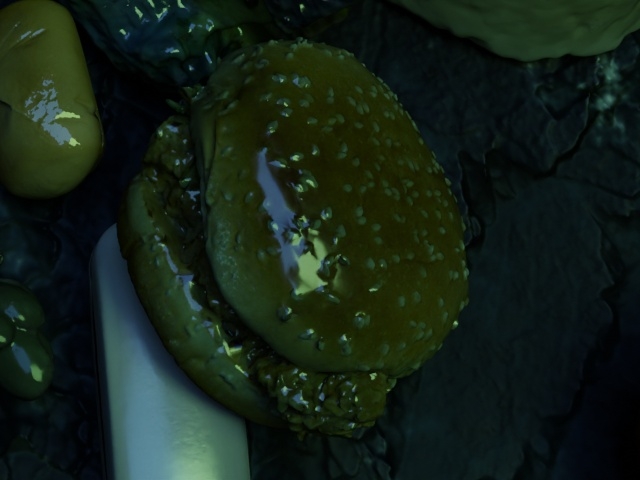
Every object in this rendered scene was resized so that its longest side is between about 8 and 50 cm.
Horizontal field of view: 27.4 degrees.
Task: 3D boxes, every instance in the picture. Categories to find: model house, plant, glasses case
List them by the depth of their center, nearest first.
[{"bbox_3d":[-0.047,-0.195,0.725,0.170,0.211,0.194,-39,112,-29],"label":"model house"},{"bbox_3d":[-0.205,0.017,0.727,0.087,0.085,0.174,-36,87,4],"label":"plant"},{"bbox_3d":[-0.086,0.083,0.737,0.081,0.051,0.204,1,70,-20],"label":"glasses case"}]

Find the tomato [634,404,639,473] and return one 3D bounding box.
[{"bbox_3d":[0.278,0.121,0.720,0.208,0.208,0.184,36,72,2],"label":"tomato"}]

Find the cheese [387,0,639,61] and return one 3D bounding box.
[{"bbox_3d":[0.146,-0.301,0.865,0.292,0.153,0.332,30,70,-1],"label":"cheese"}]

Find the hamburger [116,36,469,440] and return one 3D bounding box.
[{"bbox_3d":[0.000,0.000,0.725,0.189,0.122,0.215,-8,73,-46],"label":"hamburger"}]

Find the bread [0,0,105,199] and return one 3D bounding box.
[{"bbox_3d":[-0.171,-0.081,0.757,0.056,0.082,0.115,-2,73,-48],"label":"bread"}]
